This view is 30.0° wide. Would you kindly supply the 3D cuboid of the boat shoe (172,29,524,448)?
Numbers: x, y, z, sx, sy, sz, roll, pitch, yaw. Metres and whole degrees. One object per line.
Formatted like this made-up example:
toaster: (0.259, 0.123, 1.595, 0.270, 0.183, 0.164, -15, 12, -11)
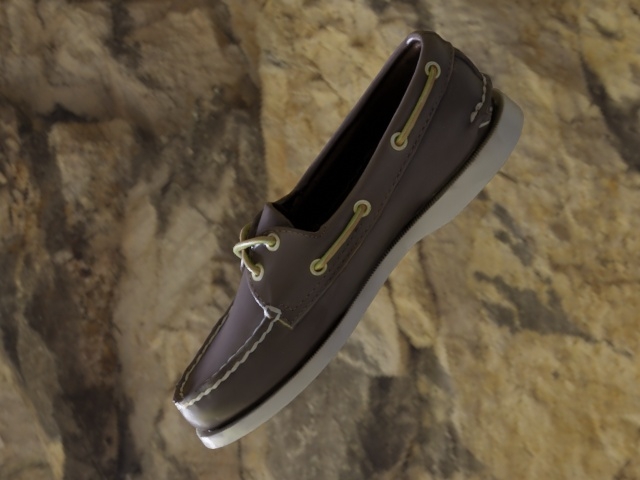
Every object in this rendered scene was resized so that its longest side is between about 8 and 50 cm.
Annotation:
boat shoe: (0.000, 0.000, 0.829, 0.096, 0.116, 0.324, 40, -86, -23)
